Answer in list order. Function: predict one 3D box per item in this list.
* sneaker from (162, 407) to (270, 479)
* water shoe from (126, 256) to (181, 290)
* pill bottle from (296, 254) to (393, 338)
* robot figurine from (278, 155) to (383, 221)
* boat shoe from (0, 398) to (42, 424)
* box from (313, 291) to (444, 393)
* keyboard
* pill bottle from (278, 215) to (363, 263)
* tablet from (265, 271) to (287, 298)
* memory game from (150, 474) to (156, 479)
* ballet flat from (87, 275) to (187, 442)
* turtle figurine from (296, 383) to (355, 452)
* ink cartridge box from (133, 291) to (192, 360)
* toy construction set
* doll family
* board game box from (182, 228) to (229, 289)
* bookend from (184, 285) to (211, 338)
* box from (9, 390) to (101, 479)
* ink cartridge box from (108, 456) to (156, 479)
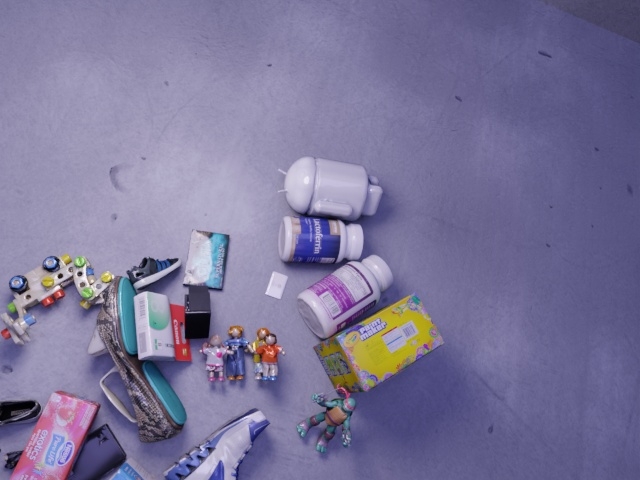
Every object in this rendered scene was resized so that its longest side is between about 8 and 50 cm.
[{"bbox_3d":[-0.264,0.634,1.483,0.316,0.127,0.182,-33,87,-15],"label":"sneaker"},{"bbox_3d":[-0.497,0.077,1.570,0.080,0.073,0.203,58,26,-5],"label":"water shoe"},{"bbox_3d":[0.086,0.173,1.695,0.302,0.169,0.169,-31,82,-22],"label":"pill bottle"},{"bbox_3d":[0.028,-0.176,1.775,0.354,0.199,0.300,9,30,-12],"label":"robot figurine"},{"bbox_3d":[-0.870,0.463,1.388,0.219,0.070,0.077,-9,58,-20],"label":"boat shoe"},{"bbox_3d":[0.169,0.325,1.606,0.290,0.279,0.177,-26,81,-22],"label":"box"},{"bbox_3d":[-0.718,0.611,1.410,0.317,0.033,0.201,-32,88,-23],"label":"keyboard"},{"bbox_3d":[0.000,0.000,1.737,0.265,0.153,0.153,2,72,-15],"label":"pill bottle"},{"bbox_3d":[-0.145,0.149,1.727,0.054,0.006,0.083,21,69,-8],"label":"tablet"},{"bbox_3d":[-0.503,0.743,1.433,0.186,0.012,0.186,5,70,-14],"label":"memory game"},{"bbox_3d":[-0.548,0.348,1.467,0.182,0.164,0.482,-24,88,3],"label":"ballet flat"},{"bbox_3d":[0.038,0.527,1.537,0.175,0.234,0.118,50,33,17],"label":"turtle figurine"},{"bbox_3d":[-0.436,0.254,1.500,0.056,0.225,0.181,-21,69,21],"label":"ink cartridge box"},{"bbox_3d":[-0.760,0.160,1.493,0.328,0.151,0.215,-33,83,-33],"label":"toy construction set"},{"bbox_3d":[-0.232,0.343,1.599,0.263,0.118,0.163,-2,78,3],"label":"doll family"},{"bbox_3d":[-0.369,0.062,1.685,0.126,0.026,0.186,8,70,-13],"label":"board game box"},{"bbox_3d":[-0.368,0.189,1.550,0.072,0.157,0.156,0,53,-15],"label":"bookend"},{"bbox_3d":[-0.689,0.534,1.353,0.123,0.128,0.256,23,70,-11],"label":"box"},{"bbox_3d":[-0.401,0.750,1.296,0.395,0.285,0.166,42,68,1],"label":"ink cartridge box"}]
